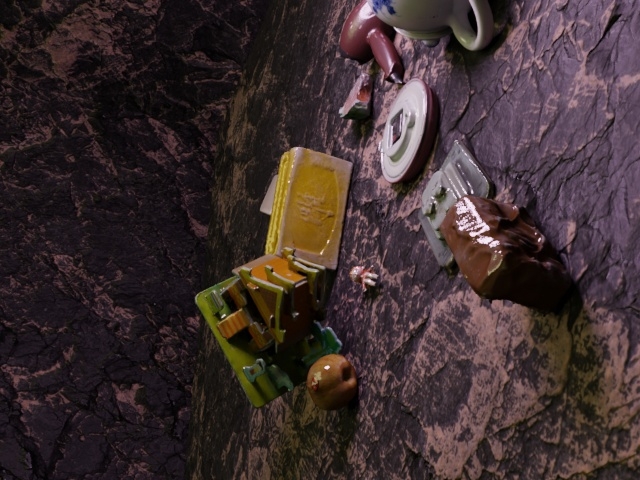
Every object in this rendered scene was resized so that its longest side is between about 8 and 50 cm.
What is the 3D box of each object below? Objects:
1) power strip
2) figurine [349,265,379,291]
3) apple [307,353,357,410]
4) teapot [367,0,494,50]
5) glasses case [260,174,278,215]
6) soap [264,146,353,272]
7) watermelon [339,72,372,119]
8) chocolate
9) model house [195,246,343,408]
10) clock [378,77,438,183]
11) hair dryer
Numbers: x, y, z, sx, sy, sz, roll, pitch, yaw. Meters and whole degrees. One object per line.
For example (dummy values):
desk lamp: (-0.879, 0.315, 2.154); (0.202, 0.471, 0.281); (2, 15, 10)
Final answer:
power strip: (0.237, -0.075, 1.508); (0.213, 0.064, 0.198); (-105, 35, -58)
figurine: (0.108, 0.088, 1.827); (0.109, 0.047, 0.064); (17, 87, 63)
apple: (0.030, 0.325, 1.796); (0.102, 0.126, 0.126); (-21, 51, 29)
teapot: (0.219, -0.521, 1.627); (0.424, 0.252, 0.280); (49, 163, 41)
glasses case: (-0.114, -0.128, 2.352); (0.313, 0.070, 0.131); (-159, 92, -79)
soap: (-0.028, -0.081, 2.122); (0.091, 0.199, 0.315); (-13, 64, 65)
watermelon: (0.111, -0.384, 2.117); (0.187, 0.071, 0.139); (-132, 63, -79)
chocolate: (0.280, 0.010, 1.189); (0.093, 0.148, 0.214); (-61, 25, 29)
model house: (-0.093, 0.203, 1.908); (0.358, 0.242, 0.313); (63, 147, 7)
clock: (0.192, -0.247, 1.782); (0.244, 0.056, 0.244); (-167, 90, -72)
hair dryer: (0.184, -0.523, 1.976); (0.312, 0.123, 0.340); (-52, 39, 32)
